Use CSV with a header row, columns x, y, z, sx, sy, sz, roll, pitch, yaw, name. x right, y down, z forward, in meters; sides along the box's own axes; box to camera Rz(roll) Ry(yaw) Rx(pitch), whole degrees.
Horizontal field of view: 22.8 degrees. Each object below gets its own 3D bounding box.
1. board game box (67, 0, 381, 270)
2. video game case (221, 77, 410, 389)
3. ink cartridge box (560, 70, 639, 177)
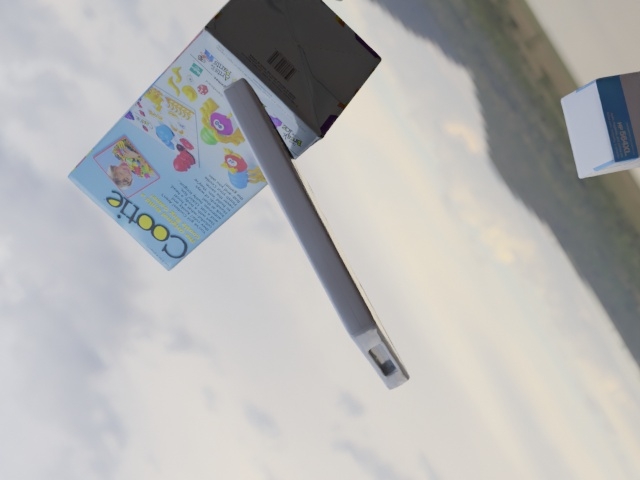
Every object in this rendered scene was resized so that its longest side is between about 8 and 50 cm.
x,y,z,sx,sy,sz,roll,pitch,yaw,name
-0.095,-0.116,1.515,0.144,0.275,0.142,44,-135,-8,board game box
0.000,0.000,1.276,0.227,0.026,0.206,62,-179,19,video game case
0.341,-0.127,1.653,0.092,0.143,0.090,149,110,-74,ink cartridge box
